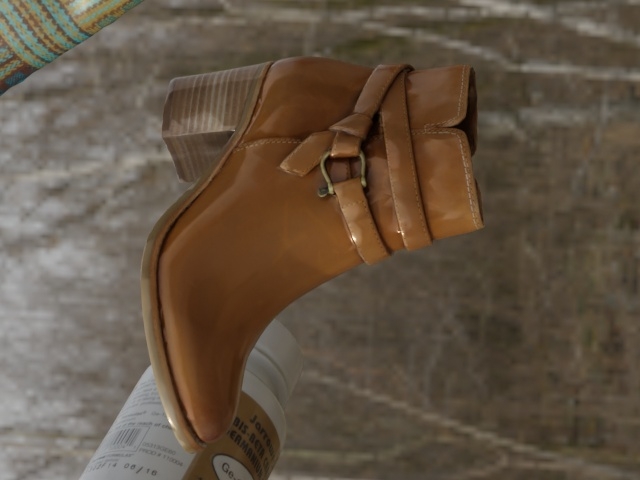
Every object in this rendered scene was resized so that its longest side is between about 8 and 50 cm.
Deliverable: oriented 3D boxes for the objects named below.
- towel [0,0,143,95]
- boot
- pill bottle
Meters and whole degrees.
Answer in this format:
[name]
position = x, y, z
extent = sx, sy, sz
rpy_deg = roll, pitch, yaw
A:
[towel]
position = -0.107, -0.230, 0.735
extent = 0.271, 0.370, 0.040
rpy_deg = 47, -158, -31
[boot]
position = 0.000, 0.000, 0.795
extent = 0.073, 0.152, 0.197
rpy_deg = 62, -152, -67
[pill bottle]
position = -0.100, 0.163, 1.383
extent = 0.131, 0.131, 0.229
rpy_deg = 88, -158, -43
